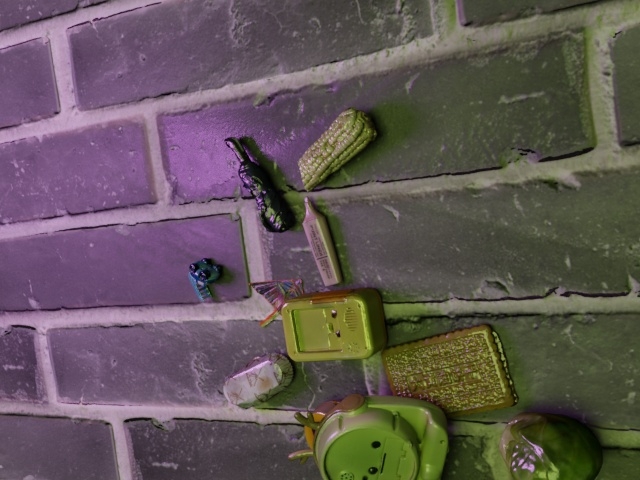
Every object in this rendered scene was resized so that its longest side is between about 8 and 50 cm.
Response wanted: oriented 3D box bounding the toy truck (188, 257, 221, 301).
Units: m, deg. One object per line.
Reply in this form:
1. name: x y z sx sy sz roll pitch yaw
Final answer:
1. toy truck: -0.272 0.093 1.791 0.073 0.056 0.090 28 123 27

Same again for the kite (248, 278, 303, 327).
1. kite: -0.088 0.144 1.719 0.190 0.010 0.159 43 115 17

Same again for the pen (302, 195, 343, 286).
1. pen: 0.000 0.000 1.637 0.053 0.032 0.197 -19 90 30

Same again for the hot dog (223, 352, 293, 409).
1. hot dog: -0.140 0.318 1.751 0.192 0.053 0.099 -34 82 25

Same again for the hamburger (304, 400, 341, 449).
1. hamburger: 0.034 0.407 1.652 0.141 0.081 0.126 -38 77 40

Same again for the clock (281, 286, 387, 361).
1. clock: 0.028 0.177 1.611 0.202 0.096 0.143 -7 92 28

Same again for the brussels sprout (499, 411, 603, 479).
1. brussels sprout: 0.419 0.387 1.397 0.161 0.144 0.180 -43 32 -1

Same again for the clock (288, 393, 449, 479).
1. clock: 0.091 0.423 1.541 0.308 0.096 0.234 8 114 1

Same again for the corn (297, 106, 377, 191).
1. corn: 0.022 -0.186 1.567 0.211 0.087 0.087 -37 79 28

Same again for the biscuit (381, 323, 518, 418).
1. biscuit: 0.253 0.273 1.541 0.255 0.029 0.172 -19 88 29

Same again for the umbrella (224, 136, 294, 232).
1. umbrella: -0.141 -0.125 1.675 0.071 0.071 0.248 -33 83 28
